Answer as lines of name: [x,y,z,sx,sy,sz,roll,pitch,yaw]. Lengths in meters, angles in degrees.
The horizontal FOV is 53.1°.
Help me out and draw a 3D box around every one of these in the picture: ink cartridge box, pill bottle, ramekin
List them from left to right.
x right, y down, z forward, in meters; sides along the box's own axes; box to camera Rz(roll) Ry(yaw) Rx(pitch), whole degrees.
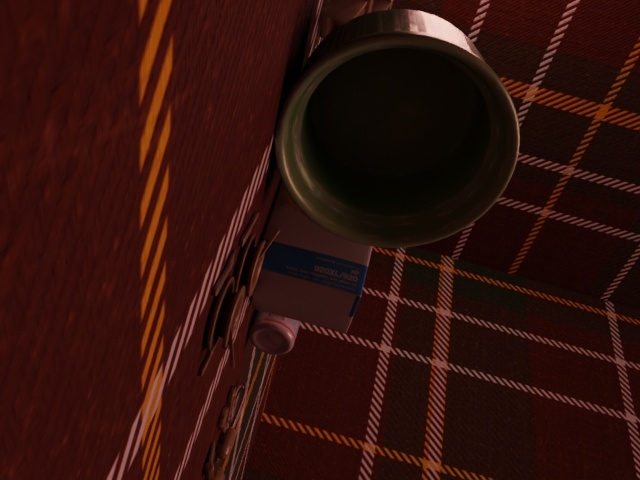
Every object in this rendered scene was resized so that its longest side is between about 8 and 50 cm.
pill bottle: [-0.075,0.132,1.222,0.160,0.087,0.087,-72,177,-46]
ink cartridge box: [0.000,0.000,1.052,0.171,0.168,0.232,102,3,-62]
ramekin: [0.097,-0.152,0.852,0.148,0.303,0.303,-84,-174,-51]

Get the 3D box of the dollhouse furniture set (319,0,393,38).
dollhouse furniture set: [0.184,-0.253,1.041,0.174,0.355,0.303,-56,172,-19]

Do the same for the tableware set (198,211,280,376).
tableware set: [-0.091,0.060,0.768,0.194,0.039,0.128,-72,177,-59]

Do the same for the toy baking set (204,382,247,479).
toy baking set: [-0.170,0.362,1.174,0.256,0.030,0.196,97,8,-81]
